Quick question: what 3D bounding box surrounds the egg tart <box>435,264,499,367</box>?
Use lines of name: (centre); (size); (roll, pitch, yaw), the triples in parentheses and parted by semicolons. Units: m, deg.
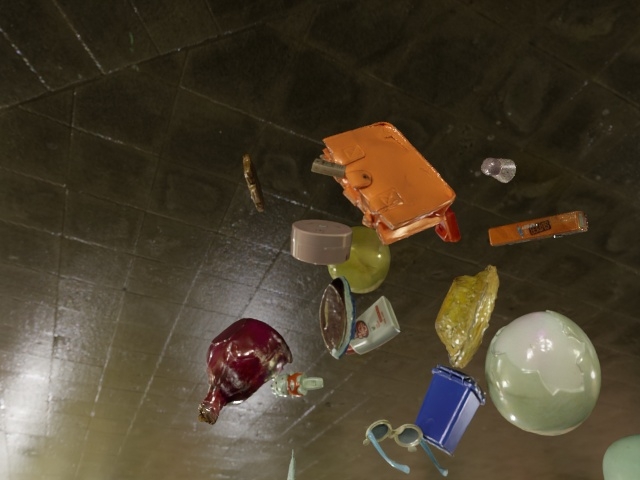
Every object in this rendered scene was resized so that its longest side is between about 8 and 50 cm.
egg tart: (0.583, 0.289, 1.761); (0.178, 0.443, 0.443); (21, 141, 17)

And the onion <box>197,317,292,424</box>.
onion: (-0.170, 0.257, 0.861); (0.140, 0.218, 0.195); (52, 149, -6)

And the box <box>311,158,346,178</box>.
box: (0.022, -0.184, 1.105); (0.083, 0.053, 0.024); (15, 115, 1)

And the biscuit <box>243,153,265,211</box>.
biscuit: (-0.268, -0.220, 1.728); (0.041, 0.209, 0.290); (-15, 162, -1)

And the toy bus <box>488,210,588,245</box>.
toy bus: (0.915, -0.045, 1.864); (0.092, 0.093, 0.408); (1, 169, -36)

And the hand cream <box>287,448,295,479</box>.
hand cream: (-0.074, 0.611, 0.889); (0.067, 0.321, 0.109); (0, 124, 2)

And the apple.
apple: (0.160, 0.081, 1.878); (0.254, 0.292, 0.292); (14, 135, -12)

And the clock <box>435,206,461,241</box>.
clock: (0.453, -0.074, 1.595); (0.061, 0.113, 0.155); (-29, 132, 0)

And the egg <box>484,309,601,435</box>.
egg: (0.591, 0.343, 1.167); (0.278, 0.278, 0.336); (-6, 111, 4)

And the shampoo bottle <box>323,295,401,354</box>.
shampoo bottle: (0.137, 0.329, 1.528); (0.284, 0.153, 0.071); (-34, 130, 14)

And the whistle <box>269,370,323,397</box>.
whistle: (-0.109, 0.637, 1.912); (0.253, 0.106, 0.102); (-8, 107, 16)

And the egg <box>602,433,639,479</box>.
egg: (0.929, 0.663, 1.092); (0.276, 0.389, 0.276); (-15, 116, -33)

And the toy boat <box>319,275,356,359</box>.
toy boat: (0.065, 0.241, 1.379); (0.114, 0.262, 0.115); (-9, 167, 31)

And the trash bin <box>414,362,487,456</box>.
trash bin: (0.401, 0.531, 1.376); (0.162, 0.235, 0.184); (15, 154, 44)

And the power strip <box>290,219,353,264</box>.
power strip: (0.000, 0.000, 1.059); (0.154, 0.154, 0.078); (4, 107, -7)

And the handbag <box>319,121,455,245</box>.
handbag: (0.214, -0.205, 1.424); (0.303, 0.410, 0.116); (-22, 152, -25)

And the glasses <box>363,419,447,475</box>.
glasses: (0.247, 0.569, 1.206); (0.189, 0.088, 0.220); (17, 169, -18)

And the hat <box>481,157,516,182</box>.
hat: (0.445, -0.181, 1.093); (0.042, 0.087, 0.058); (-8, 125, -38)
